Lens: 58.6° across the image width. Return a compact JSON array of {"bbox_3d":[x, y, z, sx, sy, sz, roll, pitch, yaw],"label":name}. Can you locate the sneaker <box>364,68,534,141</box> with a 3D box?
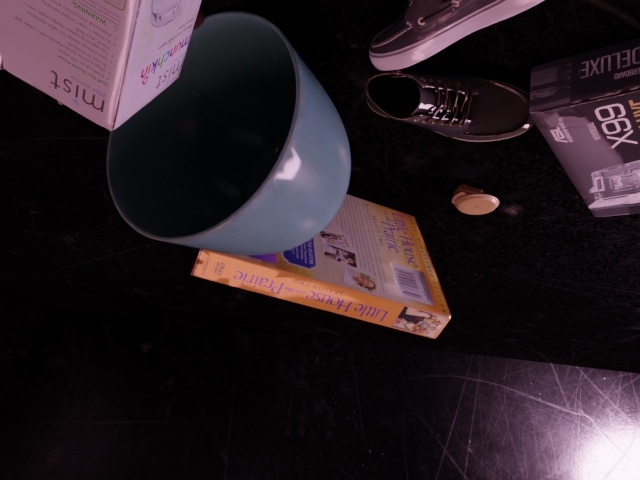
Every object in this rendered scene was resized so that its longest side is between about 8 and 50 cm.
[{"bbox_3d":[0.161,-0.163,0.704,0.222,0.083,0.118,9,-163,6],"label":"sneaker"}]

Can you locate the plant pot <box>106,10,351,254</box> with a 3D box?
[{"bbox_3d":[-0.093,-0.111,0.770,0.293,0.293,0.235,-3,164,30],"label":"plant pot"}]

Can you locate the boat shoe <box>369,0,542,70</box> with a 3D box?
[{"bbox_3d":[0.130,-0.249,0.587,0.228,0.080,0.076,-8,134,47],"label":"boat shoe"}]

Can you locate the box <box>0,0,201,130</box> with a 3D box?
[{"bbox_3d":[-0.226,-0.258,0.447,0.262,0.126,0.231,30,134,-2],"label":"box"}]

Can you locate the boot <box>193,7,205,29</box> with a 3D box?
[{"bbox_3d":[-0.196,-0.304,0.621,0.248,0.090,0.207,-7,166,31],"label":"boot"}]

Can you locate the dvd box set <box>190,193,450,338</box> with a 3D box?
[{"bbox_3d":[0.000,0.000,0.996,0.420,0.307,0.062,16,123,-17],"label":"dvd box set"}]

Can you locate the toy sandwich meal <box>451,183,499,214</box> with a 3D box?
[{"bbox_3d":[0.278,-0.074,1.027,0.086,0.029,0.085,4,158,2],"label":"toy sandwich meal"}]

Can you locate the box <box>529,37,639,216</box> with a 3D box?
[{"bbox_3d":[0.436,-0.136,0.722,0.242,0.076,0.307,-6,154,37],"label":"box"}]
